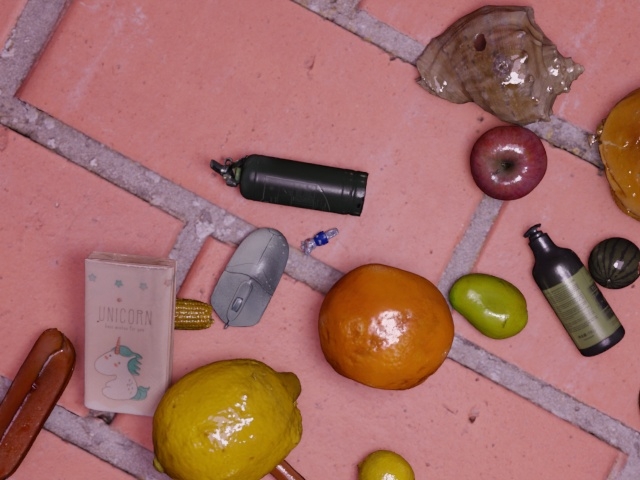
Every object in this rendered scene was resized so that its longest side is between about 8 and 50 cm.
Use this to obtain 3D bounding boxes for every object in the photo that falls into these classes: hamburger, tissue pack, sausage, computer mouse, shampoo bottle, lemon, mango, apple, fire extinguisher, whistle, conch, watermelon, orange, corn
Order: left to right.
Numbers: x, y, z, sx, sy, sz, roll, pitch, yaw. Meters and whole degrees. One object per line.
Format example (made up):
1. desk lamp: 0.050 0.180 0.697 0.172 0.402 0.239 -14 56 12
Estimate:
1. sausage: -0.581 0.328 1.875 0.102 0.102 0.330 29 88 0
2. tissue pack: -0.370 0.183 1.843 0.170 0.071 0.325 6 110 1
3. corn: -0.316 0.146 1.902 0.207 0.068 0.068 4 88 -1
4. lemon: -0.175 0.349 1.811 0.320 0.245 0.245 -29 89 -12
5. computer mouse: -0.142 0.078 1.909 0.113 0.068 0.229 27 87 1
6. sausage: -0.077 0.463 1.910 0.131 0.041 0.039 43 82 0
7. fire extinguisher: -0.062 -0.117 1.898 0.311 0.114 0.095 9 79 0
8. whistle: 0.000 0.000 1.935 0.083 0.029 0.033 -29 71 1
9. orange: 0.124 0.165 1.819 0.261 0.261 0.261 0 88 -2
10. lemon: 0.134 0.476 1.884 0.133 0.109 0.109 34 87 8
11. mango: 0.344 0.127 1.910 0.163 0.089 0.117 42 87 1
12. conch: 0.359 -0.366 1.894 0.324 0.186 0.263 5 70 -2
13. apple: 0.376 -0.157 1.898 0.154 0.120 0.153 3 106 12
14. shampoo bottle: 0.498 0.093 1.911 0.101 0.101 0.283 -32 89 -2
15. watermelon: 0.588 0.054 1.905 0.105 0.105 0.133 40 51 0
16. hamburger: 0.704 -0.175 1.895 0.314 0.170 0.289 -9 82 -1

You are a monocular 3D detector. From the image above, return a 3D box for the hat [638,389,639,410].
1. hat: 0.751 0.335 1.926 0.193 0.082 0.193 -13 58 22
